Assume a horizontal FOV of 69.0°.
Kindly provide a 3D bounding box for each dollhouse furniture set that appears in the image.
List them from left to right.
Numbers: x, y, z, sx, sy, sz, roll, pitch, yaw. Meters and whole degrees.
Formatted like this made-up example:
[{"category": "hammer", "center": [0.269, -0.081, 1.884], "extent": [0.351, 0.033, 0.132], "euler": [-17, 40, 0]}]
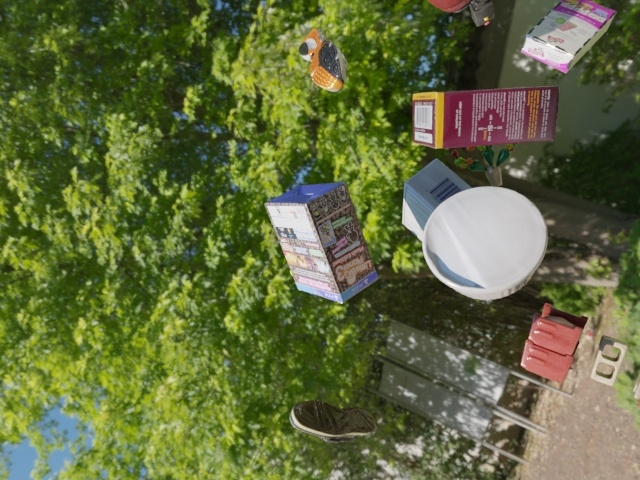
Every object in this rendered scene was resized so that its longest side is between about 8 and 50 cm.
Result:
[{"category": "dollhouse furniture set", "center": [0.734, 0.306, 1.198], "extent": [0.201, 0.373, 0.152], "euler": [-3, -71, -59]}]

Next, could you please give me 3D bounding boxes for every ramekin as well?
[{"category": "ramekin", "center": [0.389, 0.016, 1.110], "extent": [0.273, 0.272, 0.127], "euler": [-64, -32, -15]}]

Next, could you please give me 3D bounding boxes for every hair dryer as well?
[{"category": "hair dryer", "center": [0.152, -0.426, 0.708], "extent": [0.080, 0.224, 0.293], "euler": [-49, -17, 21]}]

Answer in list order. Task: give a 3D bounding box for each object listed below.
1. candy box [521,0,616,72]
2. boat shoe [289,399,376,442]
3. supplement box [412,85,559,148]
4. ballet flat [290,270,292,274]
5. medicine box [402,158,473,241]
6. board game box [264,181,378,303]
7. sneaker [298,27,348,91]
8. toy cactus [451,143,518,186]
[{"category": "candy box", "center": [0.757, -0.638, 1.427], "extent": [0.233, 0.159, 0.071], "euler": [-44, -25, -14]}, {"category": "boat shoe", "center": [0.022, 0.404, 1.014], "extent": [0.223, 0.080, 0.073], "euler": [18, -58, -34]}, {"category": "supplement box", "center": [0.247, -0.191, 0.715], "extent": [0.104, 0.188, 0.081], "euler": [-116, 21, -71]}, {"category": "ballet flat", "center": [-0.003, 0.113, 1.645], "extent": [0.077, 0.230, 0.077], "euler": [-54, -51, -46]}, {"category": "medicine box", "center": [0.419, -0.079, 1.566], "extent": [0.149, 0.263, 0.289], "euler": [-38, -25, -10]}, {"category": "board game box", "center": [0.000, 0.000, 1.309], "extent": [0.141, 0.232, 0.291], "euler": [-30, -70, -28]}, {"category": "sneaker", "center": [0.035, -0.457, 1.212], "extent": [0.121, 0.263, 0.099], "euler": [22, -56, -35]}, {"category": "toy cactus", "center": [0.556, -0.266, 1.549], "extent": [0.112, 0.218, 0.181], "euler": [-127, 17, -77]}]
